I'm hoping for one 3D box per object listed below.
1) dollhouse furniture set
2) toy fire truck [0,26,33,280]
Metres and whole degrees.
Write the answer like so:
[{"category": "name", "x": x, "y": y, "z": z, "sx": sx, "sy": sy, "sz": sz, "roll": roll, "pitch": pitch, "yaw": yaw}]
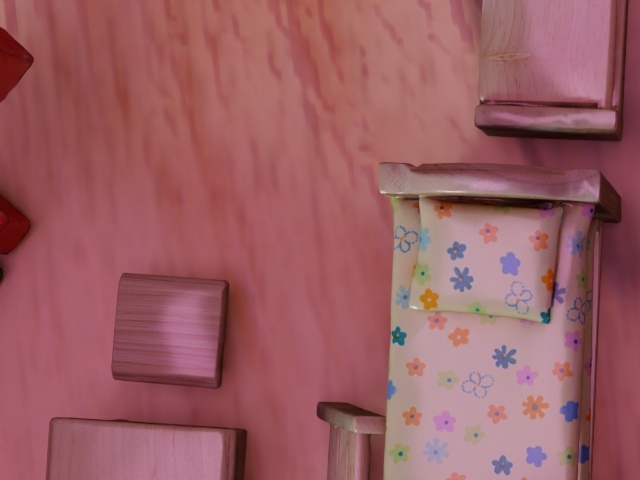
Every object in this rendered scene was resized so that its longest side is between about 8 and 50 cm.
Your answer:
[{"category": "dollhouse furniture set", "x": 0.000, "y": 0.000, "z": 0.552, "sx": 0.161, "sy": 0.101, "sz": 0.182, "roll": 2, "pitch": 87, "yaw": 12}, {"category": "toy fire truck", "x": -0.145, "y": 0.012, "z": 0.565, "sx": 0.047, "sy": 0.135, "sz": 0.192, "roll": 42, "pitch": 95, "yaw": 11}]
